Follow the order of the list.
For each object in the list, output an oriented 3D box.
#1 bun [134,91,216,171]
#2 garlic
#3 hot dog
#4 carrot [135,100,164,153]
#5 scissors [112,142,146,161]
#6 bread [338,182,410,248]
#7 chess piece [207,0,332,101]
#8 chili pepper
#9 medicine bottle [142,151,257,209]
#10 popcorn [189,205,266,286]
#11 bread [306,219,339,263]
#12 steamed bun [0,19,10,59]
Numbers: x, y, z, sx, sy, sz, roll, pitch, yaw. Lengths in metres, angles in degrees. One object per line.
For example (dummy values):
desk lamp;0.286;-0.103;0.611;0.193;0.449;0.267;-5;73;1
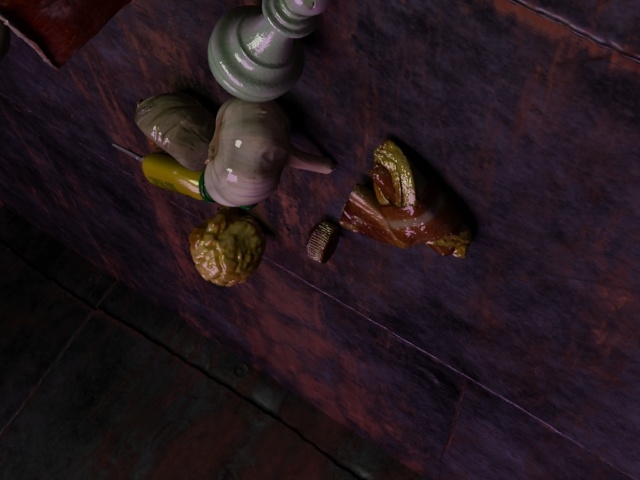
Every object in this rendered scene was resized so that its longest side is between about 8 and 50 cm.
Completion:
bun;-0.251;-0.212;1.942;0.166;0.113;0.173;41;-175;-1
garlic;-0.077;-0.135;1.773;0.226;0.199;0.199;14;169;-21
hot dog;0.152;-0.044;1.671;0.261;0.093;0.123;44;159;-23
carrot;-0.354;-0.234;2.197;0.035;0.035;0.165;28;158;23
scissors;-0.414;-0.187;2.453;0.189;0.015;0.100;29;159;26
bread;0.083;-0.055;1.830;0.154;0.054;0.136;16;155;33
chess piece;-0.047;-0.297;1.397;0.139;0.139;0.271;39;150;-8
chili pepper;-0.345;-0.387;1.393;0.229;0.305;0.251;34;164;14
medicine bottle;-0.248;-0.121;2.215;0.309;0.076;0.111;19;178;39
popcorn;-0.203;0.009;2.313;0.170;0.180;0.180;47;168;26
bread;0.000;0.000;2.065;0.053;0.085;0.085;24;159;15
steamed bun;-0.749;-0.433;2.072;0.342;0.255;0.368;51;134;9
